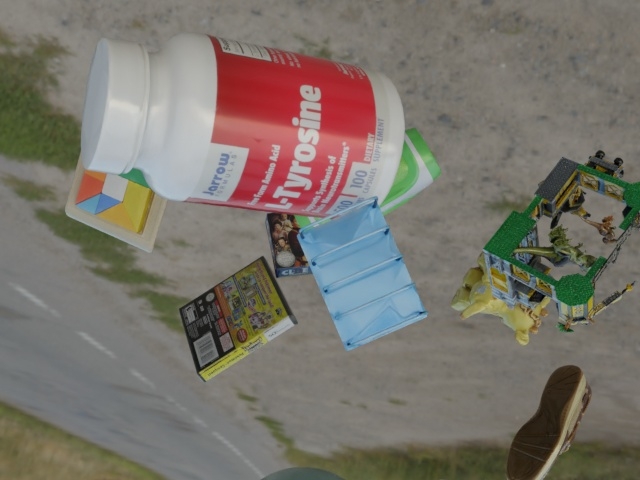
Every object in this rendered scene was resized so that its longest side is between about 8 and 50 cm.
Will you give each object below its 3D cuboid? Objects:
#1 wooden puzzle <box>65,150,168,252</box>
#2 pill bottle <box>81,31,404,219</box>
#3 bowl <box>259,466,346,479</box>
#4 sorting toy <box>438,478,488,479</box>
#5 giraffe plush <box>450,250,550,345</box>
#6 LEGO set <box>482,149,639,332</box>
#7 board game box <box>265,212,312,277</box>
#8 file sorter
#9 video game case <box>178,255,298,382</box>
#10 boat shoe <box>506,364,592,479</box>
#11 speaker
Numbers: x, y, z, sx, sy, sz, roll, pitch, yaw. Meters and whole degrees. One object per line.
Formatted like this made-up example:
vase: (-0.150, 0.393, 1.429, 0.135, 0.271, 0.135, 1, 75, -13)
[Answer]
wooden puzzle: (-0.429, -0.114, 1.796, 0.221, 0.238, 0.044, 23, -159, 10)
pill bottle: (-0.109, -0.157, 1.170, 0.408, 0.229, 0.229, 6, 164, -25)
bowl: (-0.050, 0.551, 1.450, 0.312, 0.311, 0.163, 7, 168, 16)
sorting toy: (0.124, 0.392, 0.957, 0.126, 0.127, 0.365, -10, 131, -34)
giraffe plush: (0.412, 0.132, 1.865, 0.170, 0.181, 0.210, 31, -165, -6)
LEGO set: (0.448, 0.023, 1.500, 0.255, 0.331, 0.192, 21, 155, 30)
board game box: (0.000, 0.000, 2.028, 0.243, 0.165, 0.042, -6, 146, -12)
file sorter: (0.054, 0.043, 1.085, 0.118, 0.170, 0.104, -23, 175, 0)
video game case: (-0.199, 0.176, 1.964, 0.035, 0.248, 0.275, 57, 180, -33)
boat shoe: (0.571, 0.472, 2.053, 0.123, 0.342, 0.123, -3, 136, 50)
speaker: (0.090, -0.106, 1.708, 0.296, 0.131, 0.131, -31, 148, 6)
